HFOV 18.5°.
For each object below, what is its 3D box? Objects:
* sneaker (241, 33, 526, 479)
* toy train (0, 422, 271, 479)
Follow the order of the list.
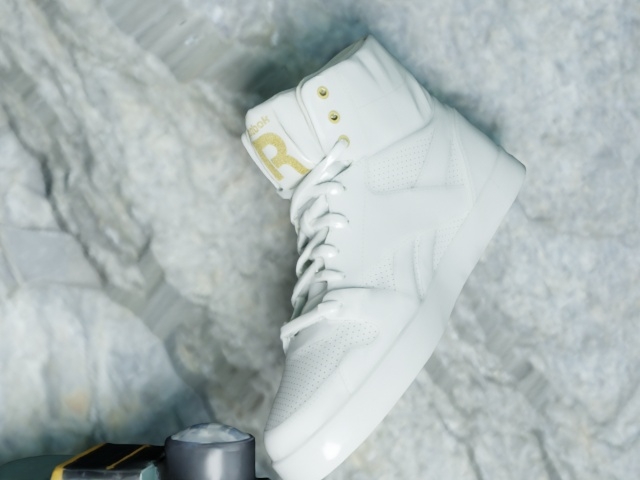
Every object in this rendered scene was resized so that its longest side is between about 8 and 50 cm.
[{"bbox_3d":[0.000,0.000,1.180,0.169,0.108,0.292,43,47,-13],"label":"sneaker"},{"bbox_3d":[-0.106,0.269,1.142,0.190,0.142,0.334,2,95,12],"label":"toy train"}]
